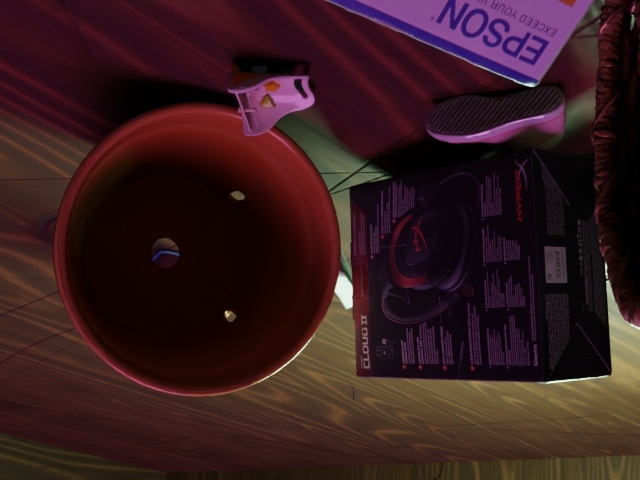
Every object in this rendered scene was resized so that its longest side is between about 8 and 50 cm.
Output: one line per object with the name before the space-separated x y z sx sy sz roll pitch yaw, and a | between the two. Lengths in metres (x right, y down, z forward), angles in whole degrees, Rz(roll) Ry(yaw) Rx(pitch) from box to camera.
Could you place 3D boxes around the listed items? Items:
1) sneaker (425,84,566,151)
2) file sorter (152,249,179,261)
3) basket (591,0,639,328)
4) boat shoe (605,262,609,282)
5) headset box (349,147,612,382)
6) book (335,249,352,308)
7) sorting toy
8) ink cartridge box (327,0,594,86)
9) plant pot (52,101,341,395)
sneaker | 0.173 -0.107 0.933 0.134 0.051 0.070 -7 150 18
file sorter | -0.214 0.115 1.408 0.104 0.170 0.118 16 156 -18
basket | 0.258 -0.084 0.647 0.223 0.299 0.213 18 156 -34
boat shoe | 0.356 0.010 1.158 0.070 0.078 0.219 18 162 -27
headset box | 0.146 0.036 1.008 0.110 0.218 0.293 2 173 -39
book | 0.000 0.000 1.114 0.035 0.144 0.096 -26 151 4
sorting toy | -0.045 -0.141 0.918 0.075 0.045 0.083 -5 156 5
ink cartridge box | 0.044 -0.258 0.364 0.324 0.071 0.330 17 122 -27
plant pot | -0.149 0.013 1.036 0.291 0.291 0.203 14 172 -21
